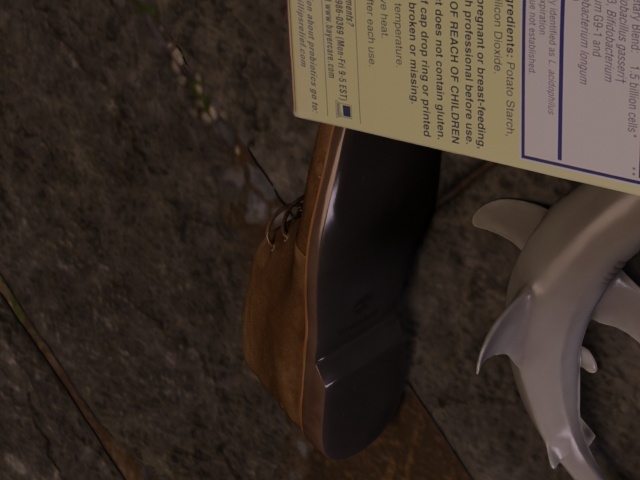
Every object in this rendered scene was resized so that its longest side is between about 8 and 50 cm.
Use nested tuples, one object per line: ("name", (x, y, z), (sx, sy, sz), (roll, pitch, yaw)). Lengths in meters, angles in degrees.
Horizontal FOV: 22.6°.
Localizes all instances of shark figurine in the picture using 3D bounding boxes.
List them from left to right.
("shark figurine", (0.140, 0.081, 0.975), (0.166, 0.116, 0.278), (10, 115, 38))

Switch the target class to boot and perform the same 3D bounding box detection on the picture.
("boot", (0.000, 0.000, 1.062), (0.115, 0.112, 0.305), (36, 133, 35))

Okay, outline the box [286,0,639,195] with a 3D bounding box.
("box", (0.140, -0.126, 0.799), (0.243, 0.213, 0.117), (16, 121, 34))
